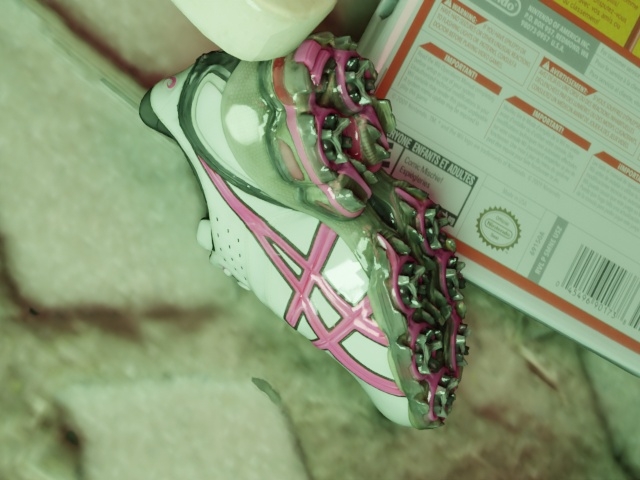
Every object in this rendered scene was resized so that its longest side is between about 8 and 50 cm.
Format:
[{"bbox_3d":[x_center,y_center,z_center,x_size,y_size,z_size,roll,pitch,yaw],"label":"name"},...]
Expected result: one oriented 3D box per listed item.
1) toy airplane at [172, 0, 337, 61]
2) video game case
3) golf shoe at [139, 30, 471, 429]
[{"bbox_3d":[-0.166,-0.252,0.530,0.384,0.272,0.386,36,23,-37],"label":"toy airplane"},{"bbox_3d":[0.134,-0.105,0.760,0.204,0.025,0.285,29,87,-27],"label":"video game case"},{"bbox_3d":[0.000,0.000,0.682,0.186,0.086,0.067,64,35,-34],"label":"golf shoe"}]
